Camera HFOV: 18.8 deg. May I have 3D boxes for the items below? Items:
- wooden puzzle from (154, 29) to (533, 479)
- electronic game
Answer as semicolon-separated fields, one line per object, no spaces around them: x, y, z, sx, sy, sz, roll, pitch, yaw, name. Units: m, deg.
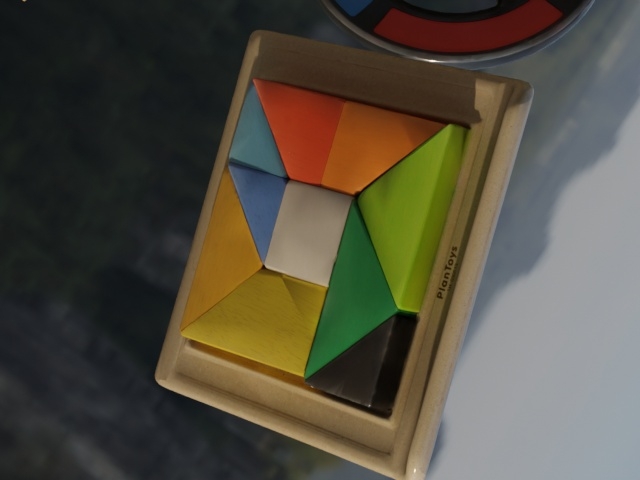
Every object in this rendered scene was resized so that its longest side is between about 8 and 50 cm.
0.000;0.000;1.078;0.044;0.239;0.221;15;91;-43;wooden puzzle
0.099;-0.223;1.426;0.229;0.229;0.048;-55;162;-23;electronic game
